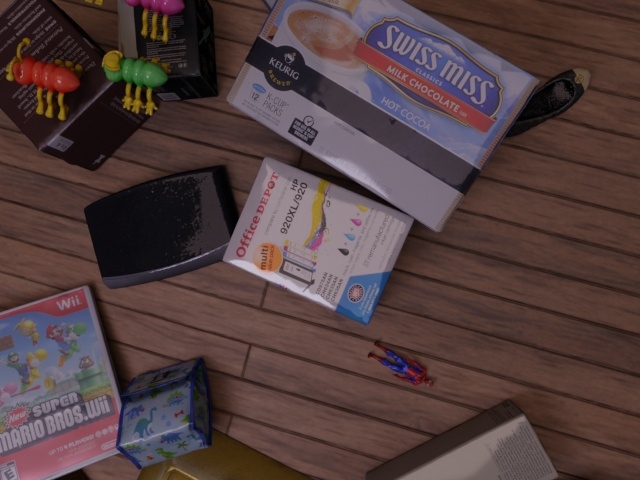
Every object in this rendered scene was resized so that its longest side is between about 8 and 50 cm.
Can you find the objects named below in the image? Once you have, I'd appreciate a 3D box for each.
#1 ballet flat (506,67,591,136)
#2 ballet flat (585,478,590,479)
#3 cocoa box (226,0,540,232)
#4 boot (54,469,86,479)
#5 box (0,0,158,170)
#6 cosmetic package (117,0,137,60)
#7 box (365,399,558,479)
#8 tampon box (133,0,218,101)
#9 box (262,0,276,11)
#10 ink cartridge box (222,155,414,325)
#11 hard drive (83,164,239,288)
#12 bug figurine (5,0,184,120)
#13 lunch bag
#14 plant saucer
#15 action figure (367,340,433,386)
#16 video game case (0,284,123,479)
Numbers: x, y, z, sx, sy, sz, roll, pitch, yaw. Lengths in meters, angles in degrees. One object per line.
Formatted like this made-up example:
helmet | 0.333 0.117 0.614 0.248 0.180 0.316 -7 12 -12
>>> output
ballet flat | 0.365 -0.222 0.866 0.173 0.049 0.057 -34 87 3
ballet flat | 0.304 0.453 0.831 0.316 0.107 0.106 -16 47 -3
cocoa box | 0.090 -0.209 0.780 0.347 0.231 0.228 33 105 5
boot | -0.537 0.434 0.898 0.262 0.095 0.203 37 96 -2
box | -0.415 -0.252 0.869 0.167 0.168 0.203 -44 86 0
cosmetic package | -0.317 -0.359 0.920 0.041 0.060 0.115 -2 87 6
box | 0.213 0.368 0.839 0.275 0.094 0.113 -27 86 4
tampon box | -0.236 -0.327 0.881 0.101 0.120 0.161 -4 88 3
box | -0.005 -0.440 0.908 0.186 0.038 0.145 -36 87 2
ink cartridge box | 0.000 0.000 0.829 0.232 0.168 0.171 24 91 5
hard drive | -0.268 -0.023 0.908 0.254 0.054 0.172 -16 87 4
bug figurine | -0.308 -0.304 0.755 0.216 0.072 0.279 11 75 -6
lunch bag | -0.249 0.267 0.866 0.128 0.151 0.096 -17 129 2
plant saucer | -0.183 0.507 0.875 0.332 0.081 0.333 25 91 5
action figure | 0.135 0.210 0.884 0.115 0.030 0.038 29 86 3
video game case | -0.445 0.238 0.878 0.204 0.025 0.285 -18 76 -14
